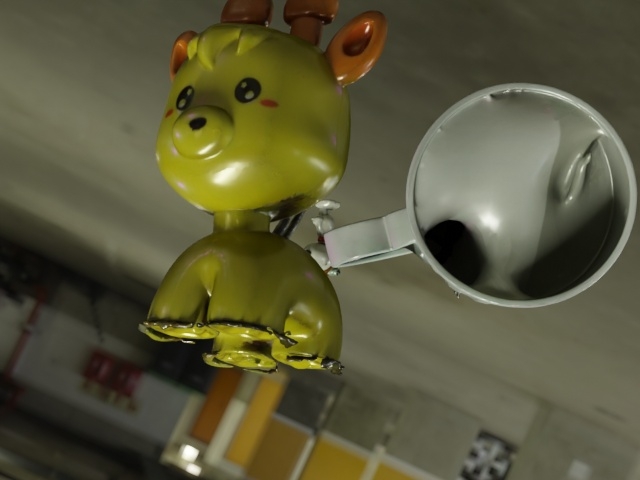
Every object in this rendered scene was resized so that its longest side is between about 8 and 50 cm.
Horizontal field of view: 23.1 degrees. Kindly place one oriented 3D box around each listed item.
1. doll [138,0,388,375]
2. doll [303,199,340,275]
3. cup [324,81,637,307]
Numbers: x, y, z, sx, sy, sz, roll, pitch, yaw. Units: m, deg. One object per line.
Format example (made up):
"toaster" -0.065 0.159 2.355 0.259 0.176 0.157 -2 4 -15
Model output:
"doll" -0.031 -0.041 0.870 0.143 0.220 0.135 -4 163 32
"doll" 0.003 -0.001 1.717 0.040 0.085 0.058 1 153 27
"cup" 0.126 -0.032 1.242 0.221 0.166 0.202 15 176 4
